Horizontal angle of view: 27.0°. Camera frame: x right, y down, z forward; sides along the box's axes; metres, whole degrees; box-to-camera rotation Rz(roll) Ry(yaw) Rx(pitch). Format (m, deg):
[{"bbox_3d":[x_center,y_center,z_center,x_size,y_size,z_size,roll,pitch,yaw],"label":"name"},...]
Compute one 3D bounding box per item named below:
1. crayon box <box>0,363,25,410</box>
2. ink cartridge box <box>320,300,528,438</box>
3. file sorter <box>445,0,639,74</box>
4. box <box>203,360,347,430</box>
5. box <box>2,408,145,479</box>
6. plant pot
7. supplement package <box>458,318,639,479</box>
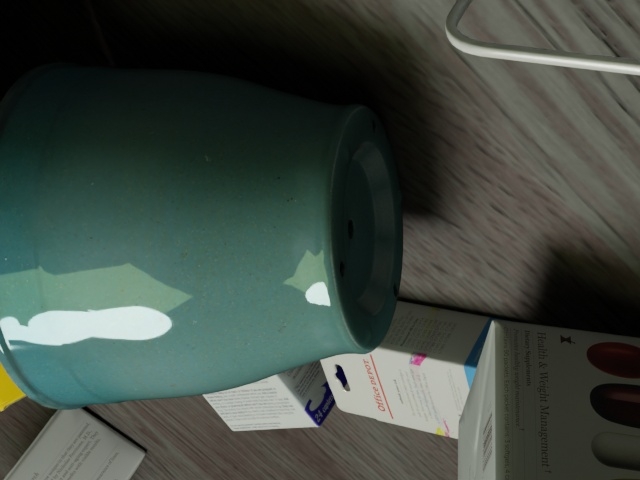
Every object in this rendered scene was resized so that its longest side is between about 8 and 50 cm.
[{"bbox_3d":[-0.345,-0.079,1.120,0.363,0.106,0.313,43,159,46],"label":"crayon box"},{"bbox_3d":[0.094,0.111,1.145,0.181,0.062,0.104,9,137,30],"label":"ink cartridge box"},{"bbox_3d":[0.146,-0.239,0.627,0.192,0.173,0.278,11,137,28],"label":"file sorter"},{"bbox_3d":[-0.064,0.108,1.258,0.126,0.072,0.137,-11,124,45],"label":"box"},{"bbox_3d":[-0.321,0.319,1.602,0.119,0.182,0.181,34,144,1],"label":"box"},{"bbox_3d":[-0.079,-0.006,1.009,0.255,0.272,0.272,-1,132,19],"label":"plant pot"},{"bbox_3d":[0.211,0.186,0.976,0.203,0.194,0.149,7,140,-2],"label":"supplement package"}]
